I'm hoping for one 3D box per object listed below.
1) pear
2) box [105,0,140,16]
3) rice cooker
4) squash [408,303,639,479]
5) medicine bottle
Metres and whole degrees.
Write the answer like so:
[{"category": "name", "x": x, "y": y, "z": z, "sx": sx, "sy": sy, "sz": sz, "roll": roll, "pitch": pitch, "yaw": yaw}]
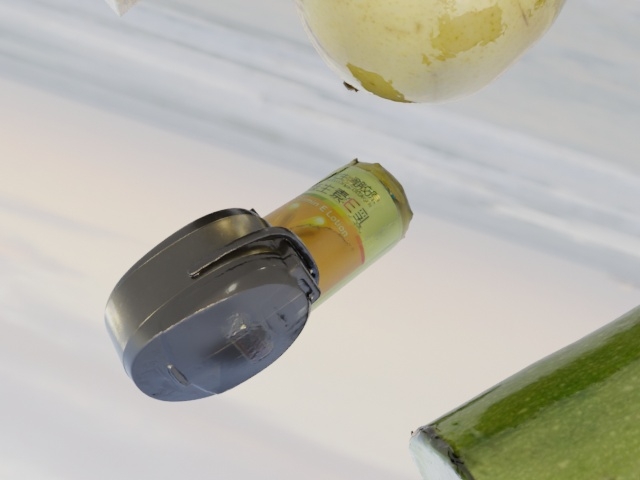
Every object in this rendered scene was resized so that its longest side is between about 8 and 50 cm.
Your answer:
[{"category": "pear", "x": 0.109, "y": -0.289, "z": 1.710, "sx": 0.309, "sy": 0.309, "sz": 0.309, "roll": 18, "pitch": -178, "yaw": -1}, {"category": "box", "x": -0.138, "y": -0.287, "z": 1.379, "sx": 0.097, "sy": 0.168, "sz": 0.265, "roll": 51, "pitch": 174, "yaw": 0}, {"category": "rice cooker", "x": -0.083, "y": 0.048, "z": 1.297, "sx": 0.106, "sy": 0.165, "sz": 0.112, "roll": 47, "pitch": 174, "yaw": 41}, {"category": "squash", "x": 0.306, "y": 0.200, "z": 1.577, "sx": 0.384, "sy": 0.263, "sz": 0.263, "roll": -27, "pitch": -168, "yaw": -10}, {"category": "medicine bottle", "x": 0.000, "y": 0.000, "z": 1.959, "sx": 0.124, "sy": 0.124, "sz": 0.239, "roll": 19, "pitch": -135, "yaw": 42}]
